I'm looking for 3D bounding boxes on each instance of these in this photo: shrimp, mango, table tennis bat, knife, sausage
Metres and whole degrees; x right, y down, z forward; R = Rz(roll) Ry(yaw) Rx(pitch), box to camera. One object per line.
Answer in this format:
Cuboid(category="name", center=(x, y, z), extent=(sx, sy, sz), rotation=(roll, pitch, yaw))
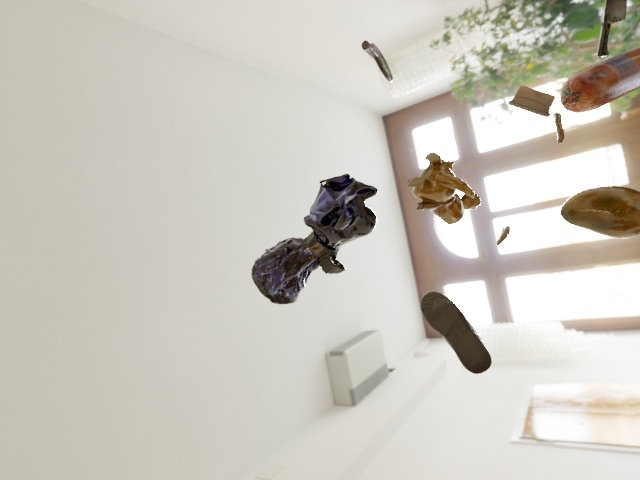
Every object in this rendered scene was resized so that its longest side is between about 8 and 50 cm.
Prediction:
Cuboid(category="shrimp", center=(0.514, -0.016, 1.167), extent=(0.108, 0.023, 0.059), rotation=(-30, -31, -58))
Cuboid(category="mango", center=(0.607, -0.065, 0.876), extent=(0.111, 0.163, 0.089), rotation=(-55, -32, -14))
Cuboid(category="table tennis bat", center=(0.105, -0.442, 1.074), extent=(0.170, 0.119, 0.108), rotation=(1, -114, -61))
Cuboid(category="knife", center=(0.787, -0.613, 1.110), extent=(0.028, 0.059, 0.231), rotation=(-79, -25, -47))
Cuboid(category="sausage", center=(0.426, -0.232, 0.569), extent=(0.347, 0.053, 0.053), rotation=(-26, -77, -29))

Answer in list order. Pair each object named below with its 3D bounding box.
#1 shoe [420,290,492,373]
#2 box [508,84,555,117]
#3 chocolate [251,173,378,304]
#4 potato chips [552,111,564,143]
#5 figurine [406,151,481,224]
Cuboid(category="shoe", center=(0.411, 0.272, 1.261), extent=(0.275, 0.103, 0.098), rotation=(57, -163, 19))
Cuboid(category="box", center=(0.629, -0.412, 1.224), extent=(0.089, 0.122, 0.062), rotation=(-27, -38, -55))
Cuboid(category="chocolate", center=(0.001, -0.001, 0.776), extent=(0.148, 0.343, 0.126), rotation=(45, -139, -3))
Cuboid(category="potato chips", center=(0.821, -0.396, 1.430), extent=(0.204, 0.026, 0.037), rotation=(-66, -23, -44))
Cuboid(category="figurine", center=(0.259, -0.086, 0.821), extent=(0.121, 0.122, 0.176), rotation=(-57, -38, -8))
